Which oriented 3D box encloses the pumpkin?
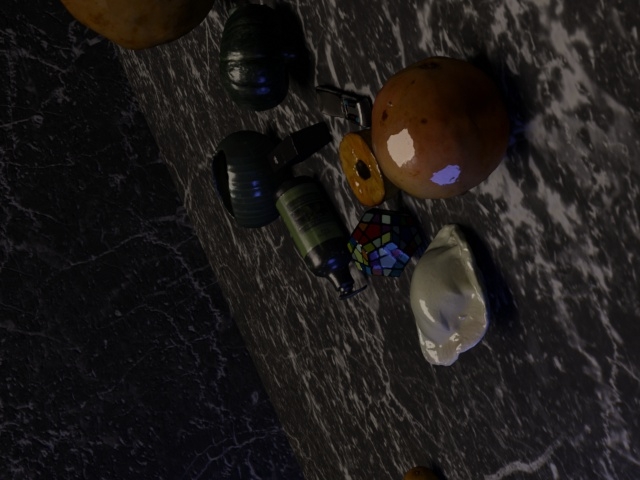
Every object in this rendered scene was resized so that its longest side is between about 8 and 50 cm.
[{"bbox_3d":[-0.122,-0.357,1.950,0.211,0.152,0.212,-173,90,-85],"label":"pumpkin"}]

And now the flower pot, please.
[{"bbox_3d":[-0.162,-0.144,2.339,0.189,0.157,0.243,50,157,48],"label":"flower pot"}]

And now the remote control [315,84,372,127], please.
[{"bbox_3d":[0.040,-0.245,1.807,0.212,0.028,0.059,31,142,63],"label":"remote control"}]

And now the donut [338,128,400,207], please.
[{"bbox_3d":[0.091,-0.131,1.743,0.152,0.058,0.152,55,159,34],"label":"donut"}]

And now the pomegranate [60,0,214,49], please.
[{"bbox_3d":[-0.395,-0.602,2.145,0.410,0.410,0.410,56,160,33],"label":"pomegranate"}]

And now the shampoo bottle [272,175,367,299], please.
[{"bbox_3d":[0.000,0.000,2.116,0.284,0.101,0.101,62,162,19],"label":"shampoo bottle"}]

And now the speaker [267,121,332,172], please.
[{"bbox_3d":[-0.046,-0.191,2.056,0.044,0.082,0.218,67,165,0],"label":"speaker"}]

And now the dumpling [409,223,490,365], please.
[{"bbox_3d":[0.208,0.079,1.552,0.151,0.124,0.229,-22,65,60],"label":"dumpling"}]

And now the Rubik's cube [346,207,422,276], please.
[{"bbox_3d":[0.112,0.004,1.750,0.112,0.133,0.133,-23,90,44],"label":"Rubik's cube"}]

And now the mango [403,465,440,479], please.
[{"bbox_3d":[0.238,0.571,2.140,0.184,0.084,0.102,65,164,-9],"label":"mango"}]

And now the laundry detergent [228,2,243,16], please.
[{"bbox_3d":[-0.149,-0.409,2.126,0.206,0.061,0.096,68,165,-2],"label":"laundry detergent"}]

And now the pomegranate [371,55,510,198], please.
[{"bbox_3d":[0.153,-0.146,1.314,0.191,0.191,0.191,56,160,33],"label":"pomegranate"}]
